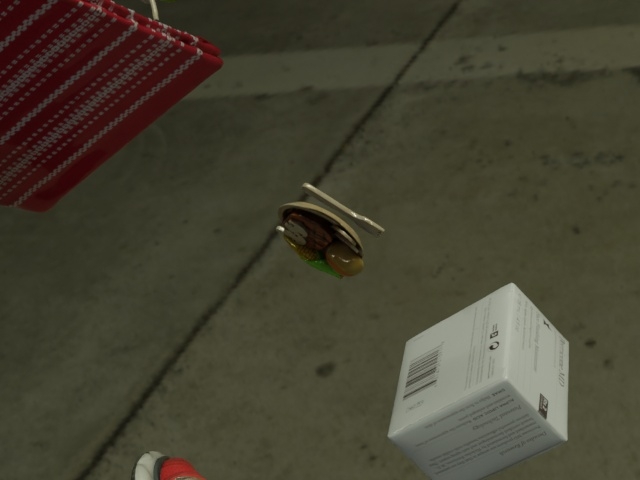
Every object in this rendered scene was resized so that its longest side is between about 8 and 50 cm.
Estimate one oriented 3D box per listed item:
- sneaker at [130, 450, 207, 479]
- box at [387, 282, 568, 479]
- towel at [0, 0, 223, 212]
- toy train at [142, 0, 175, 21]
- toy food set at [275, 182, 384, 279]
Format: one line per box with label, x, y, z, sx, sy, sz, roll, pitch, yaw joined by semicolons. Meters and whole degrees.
sneaker;-0.087;0.228;0.808;0.118;0.107;0.279;3;-1;-11
box;0.194;0.179;1.287;0.182;0.119;0.181;-33;22;31
towel;-0.208;-0.095;0.639;0.198;0.274;0.031;-35;65;23
toy train;-0.186;-0.295;1.130;0.105;0.143;0.248;-31;67;13
toy food set;0.000;0.000;1.340;0.039;0.132;0.192;-59;1;-21
